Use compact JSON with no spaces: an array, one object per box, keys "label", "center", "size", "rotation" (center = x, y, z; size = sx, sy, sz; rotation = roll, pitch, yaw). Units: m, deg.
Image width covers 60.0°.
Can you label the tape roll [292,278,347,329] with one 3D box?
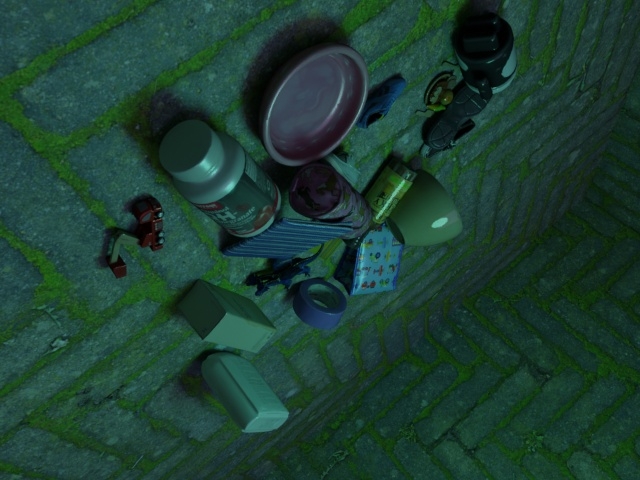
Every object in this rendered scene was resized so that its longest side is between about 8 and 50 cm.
[{"label":"tape roll","center":[-0.002,0.231,2.030],"size":[0.189,0.189,0.080],"rotation":[-11,137,-45]}]

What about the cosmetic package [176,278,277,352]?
[{"label":"cosmetic package","center":[-0.284,0.242,1.726],"size":[0.113,0.160,0.309],"rotation":[-47,151,2]}]

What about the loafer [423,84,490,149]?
[{"label":"loafer","center":[0.462,-0.440,1.894],"size":[0.109,0.095,0.302],"rotation":[43,91,-18]}]

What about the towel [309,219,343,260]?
[{"label":"towel","center":[0.000,0.000,1.919],"size":[0.102,0.021,0.237],"rotation":[-51,150,3]}]

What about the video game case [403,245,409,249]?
[{"label":"video game case","center":[0.309,-0.011,2.283],"size":[0.274,0.026,0.196],"rotation":[-21,142,-34]}]

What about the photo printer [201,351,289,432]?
[{"label":"photo printer","center":[-0.271,0.519,1.933],"size":[0.107,0.307,0.256],"rotation":[-46,153,4]}]

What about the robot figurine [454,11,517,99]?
[{"label":"robot figurine","center":[0.509,-0.565,1.688],"size":[0.209,0.173,0.278],"rotation":[-45,150,4]}]

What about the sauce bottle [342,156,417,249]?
[{"label":"sauce bottle","center":[0.198,-0.121,1.919],"size":[0.111,0.111,0.344],"rotation":[6,123,-54]}]

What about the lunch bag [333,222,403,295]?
[{"label":"lunch bag","center":[0.206,0.049,2.117],"size":[0.221,0.138,0.293],"rotation":[-3,122,-32]}]

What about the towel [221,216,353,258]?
[{"label":"towel","center":[-0.100,-0.007,1.557],"size":[0.243,0.040,0.336],"rotation":[4,163,-38]}]

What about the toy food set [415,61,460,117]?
[{"label":"toy food set","center":[0.392,-0.477,1.788],"size":[0.132,0.038,0.192],"rotation":[-8,134,-46]}]

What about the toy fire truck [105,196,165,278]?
[{"label":"toy fire truck","center":[-0.444,-0.006,1.325],"size":[0.135,0.047,0.192],"rotation":[-22,143,-33]}]

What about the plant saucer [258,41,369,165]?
[{"label":"plant saucer","center":[-0.026,-0.345,1.388],"size":[0.332,0.084,0.332],"rotation":[-32,147,-23]}]

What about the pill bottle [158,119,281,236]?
[{"label":"pill bottle","center":[-0.230,-0.142,1.292],"size":[0.176,0.176,0.318],"rotation":[-44,150,-1]}]

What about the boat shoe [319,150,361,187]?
[{"label":"boat shoe","center":[0.064,-0.229,1.665],"size":[0.081,0.079,0.227],"rotation":[-56,155,1]}]

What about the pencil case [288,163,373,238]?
[{"label":"pencil case","center":[0.037,-0.106,1.615],"size":[0.167,0.160,0.386],"rotation":[-22,166,12]}]

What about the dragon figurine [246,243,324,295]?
[{"label":"dragon figurine","center":[-0.101,0.091,1.807],"size":[0.289,0.085,0.144],"rotation":[-34,162,7]}]

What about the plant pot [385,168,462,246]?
[{"label":"plant pot","center":[0.344,-0.087,1.990],"size":[0.191,0.284,0.284],"rotation":[-33,149,-8]}]

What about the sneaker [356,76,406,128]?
[{"label":"sneaker","center":[0.181,-0.390,1.595],"size":[0.209,0.082,0.069],"rotation":[-38,148,-14]}]

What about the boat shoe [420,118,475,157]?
[{"label":"boat shoe","center":[0.460,-0.362,1.979],"size":[0.228,0.076,0.080],"rotation":[-38,150,-12]}]
